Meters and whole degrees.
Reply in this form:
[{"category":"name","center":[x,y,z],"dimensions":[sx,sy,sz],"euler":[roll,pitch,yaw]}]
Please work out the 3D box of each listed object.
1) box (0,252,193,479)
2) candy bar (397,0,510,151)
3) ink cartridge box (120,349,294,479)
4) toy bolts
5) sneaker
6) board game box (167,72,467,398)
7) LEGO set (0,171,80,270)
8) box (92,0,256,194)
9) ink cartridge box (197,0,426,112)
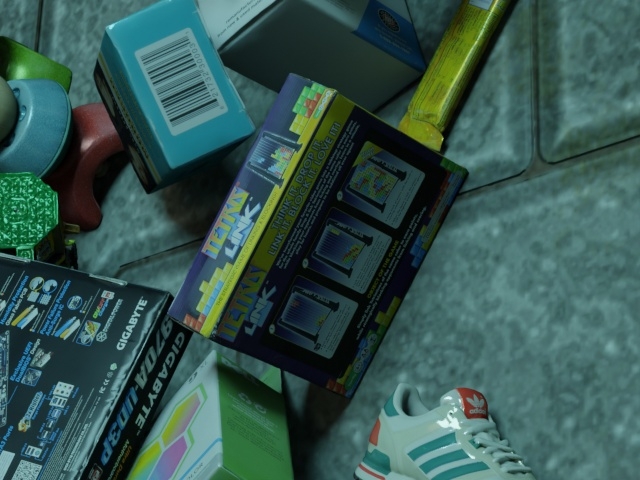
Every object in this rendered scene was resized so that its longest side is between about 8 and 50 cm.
[{"category":"box","center":[-0.204,0.118,1.284],"dimensions":[0.175,0.051,0.220],"euler":[11,63,27]},{"category":"candy bar","center":[0.100,-0.135,1.317],"dimensions":[0.040,0.018,0.161],"euler":[28,90,43]},{"category":"ink cartridge box","center":[-0.076,0.142,1.256],"dimensions":[0.109,0.062,0.209],"euler":[-49,18,16]},{"category":"toy bolts","center":[-0.275,-0.080,1.542],"dimensions":[0.228,0.158,0.218],"euler":[23,87,47]},{"category":"sneaker","center":[0.088,0.126,1.173],"dimensions":[0.161,0.057,0.075],"euler":[13,85,49]},{"category":"board game box","center":[0.000,0.000,1.257],"dimensions":[0.048,0.141,0.170],"euler":[27,90,47]},{"category":"LEGO set","center":[-0.281,0.118,1.448],"dimensions":[0.255,0.192,0.331],"euler":[-10,67,-7]},{"category":"box","center":[-0.103,-0.094,1.333],"dimensions":[0.060,0.244,0.100],"euler":[-25,91,-9]},{"category":"ink cartridge box","center":[-0.018,-0.190,1.366],"dimensions":[0.082,0.139,0.191],"euler":[-37,49,28]}]
